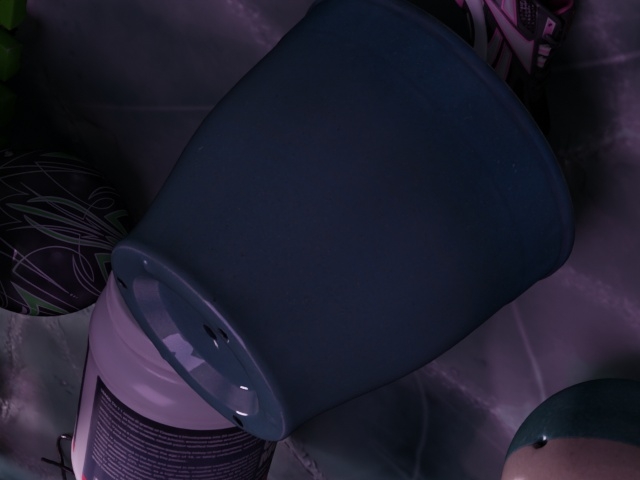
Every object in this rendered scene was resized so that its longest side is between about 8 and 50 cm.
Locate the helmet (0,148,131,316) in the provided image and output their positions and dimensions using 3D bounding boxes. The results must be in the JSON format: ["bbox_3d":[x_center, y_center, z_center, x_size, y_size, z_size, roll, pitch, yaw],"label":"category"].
[{"bbox_3d":[-0.258,-0.008,1.561,0.169,0.169,0.161,52,156,-8],"label":"helmet"}]

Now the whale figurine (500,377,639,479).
[{"bbox_3d":[0.270,0.209,1.352,0.272,0.141,0.216,34,145,-25],"label":"whale figurine"}]

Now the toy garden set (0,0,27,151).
[{"bbox_3d":[-0.347,-0.209,1.565,0.204,0.049,0.244,39,144,14],"label":"toy garden set"}]

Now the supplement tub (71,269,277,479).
[{"bbox_3d":[-0.121,0.130,1.539,0.191,0.191,0.272,32,138,15],"label":"supplement tub"}]

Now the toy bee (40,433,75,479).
[{"bbox_3d":[-0.260,0.395,1.894,0.298,0.162,0.195,46,141,0],"label":"toy bee"}]

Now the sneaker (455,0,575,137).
[{"bbox_3d":[0.144,-0.146,1.195,0.077,0.072,0.178,0,128,27],"label":"sneaker"}]

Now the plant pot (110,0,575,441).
[{"bbox_3d":[0.000,0.000,1.228,0.271,0.255,0.271,40,157,20],"label":"plant pot"}]
